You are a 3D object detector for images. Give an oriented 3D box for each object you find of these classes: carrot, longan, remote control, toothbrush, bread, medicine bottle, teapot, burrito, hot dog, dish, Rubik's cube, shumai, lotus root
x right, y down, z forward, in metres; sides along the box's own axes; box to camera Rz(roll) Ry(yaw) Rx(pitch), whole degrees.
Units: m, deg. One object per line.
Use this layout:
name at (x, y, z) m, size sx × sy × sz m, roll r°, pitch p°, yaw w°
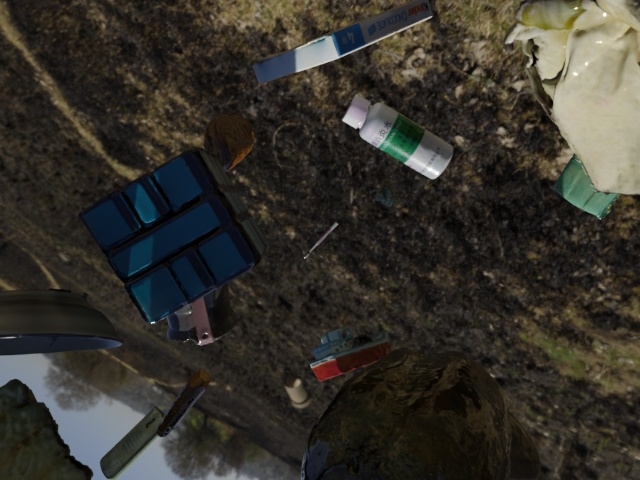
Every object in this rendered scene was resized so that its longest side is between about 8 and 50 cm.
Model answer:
carrot at (-0.279, 0.332, 0.958) m, size 0.042 × 0.171 × 0.042 m, roll 34°, pitch -164°, yaw -11°
longan at (0.396, 0.539, 1.204) m, size 0.297 × 0.297 × 0.297 m, roll 26°, pitch 155°, yaw 14°
remote control at (-0.583, 0.638, 1.492) m, size 0.098 × 0.233 × 0.038 m, roll 29°, pitch 157°, yaw 44°
toothbrush at (0.000, -0.001, 1.880) m, size 0.014 × 0.194 × 0.017 m, roll 42°, pitch -173°, yaw -12°
bread at (-0.574, 0.506, 0.923) m, size 0.395 × 0.239 × 0.264 m, roll 37°, pitch 141°, yaw 19°
medicine bottle at (0.177, -0.243, 1.097) m, size 0.259 × 0.095 × 0.095 m, roll 30°, pitch 156°, yaw -6°
teapot at (-0.403, 0.151, 1.517) m, size 0.376 × 0.305 × 0.362 m, roll -142°, pitch 40°, yaw -64°
burrito at (0.401, -0.215, 0.631) m, size 0.332 × 0.135 × 0.190 m, roll 47°, pitch 172°, yaw -19°
hot dog at (-0.335, -0.359, 1.740) m, size 0.122 × 0.272 × 0.196 m, roll 2°, pitch 122°, yaw 13°
dish at (-0.531, 0.150, 0.881) m, size 0.315 × 0.107 × 0.316 m, roll -5°, pitch 165°, yaw -1°
Rubik's cube at (-0.307, -0.019, 1.078) m, size 0.284 × 0.288 × 0.293 m, roll 61°, pitch -178°, yaw -9°
shumai at (0.213, -0.138, 1.449) m, size 0.080 × 0.083 × 0.082 m, roll 29°, pitch 118°, yaw 9°
lotus root at (0.086, 0.185, 0.415) m, size 0.151 × 0.160 × 0.274 m, roll 13°, pitch -172°, yaw 27°

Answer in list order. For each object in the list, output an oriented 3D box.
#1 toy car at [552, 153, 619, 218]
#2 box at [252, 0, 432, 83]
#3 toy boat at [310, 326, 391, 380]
toy car at (0.627, -0.209, 0.999) m, size 0.141 × 0.097 × 0.321 m, roll 44°, pitch 126°, yaw 31°
box at (0.039, -0.398, 0.949) m, size 0.264 × 0.273 × 0.048 m, roll 8°, pitch 125°, yaw 50°
toy boat at (0.112, 0.333, 1.494) m, size 0.145 × 0.331 × 0.133 m, roll -34°, pitch 68°, yaw 39°
